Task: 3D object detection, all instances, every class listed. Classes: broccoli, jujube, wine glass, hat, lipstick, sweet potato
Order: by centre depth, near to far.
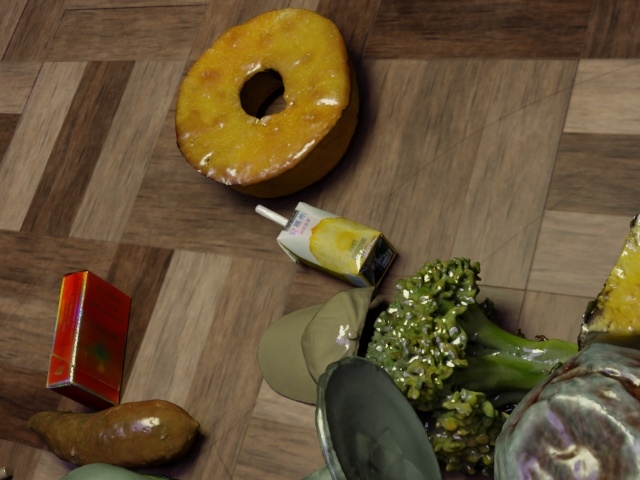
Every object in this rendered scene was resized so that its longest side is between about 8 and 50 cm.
[{"bbox_3d":[0.307,0.252,1.025,0.246,0.215,0.308,-34,60,38],"label":"jujube"},{"bbox_3d":[-0.087,0.297,1.114,0.406,0.267,0.267,-32,53,28],"label":"wine glass"},{"bbox_3d":[0.162,0.133,1.188,0.272,0.180,0.243,-6,62,26],"label":"broccoli"},{"bbox_3d":[-0.016,0.130,1.325,0.173,0.144,0.166,1,68,17],"label":"hat"},{"bbox_3d":[-0.298,0.268,1.430,0.291,0.097,0.097,-6,63,27],"label":"sweet potato"},{"bbox_3d":[-0.497,0.357,1.539,0.094,0.019,0.019,-25,56,15],"label":"lipstick"}]

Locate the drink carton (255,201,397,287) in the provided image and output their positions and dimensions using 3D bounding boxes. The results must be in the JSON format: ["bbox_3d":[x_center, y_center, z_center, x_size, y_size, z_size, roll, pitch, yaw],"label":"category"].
[{"bbox_3d":[0.000,0.000,1.412,0.200,0.074,0.084,22,77,36],"label":"drink carton"}]

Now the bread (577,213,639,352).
[{"bbox_3d":[0.340,0.071,1.147,0.160,0.140,0.169,-26,51,2],"label":"bread"}]

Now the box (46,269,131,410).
[{"bbox_3d":[-0.331,0.144,1.500,0.048,0.112,0.175,-11,60,24],"label":"box"}]

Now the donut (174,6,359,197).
[{"bbox_3d":[-0.068,-0.191,1.528,0.302,0.110,0.303,-13,58,21],"label":"donut"}]

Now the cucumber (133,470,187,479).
[{"bbox_3d":[-0.154,0.348,1.340,0.220,0.046,0.070,1,69,31],"label":"cucumber"}]
